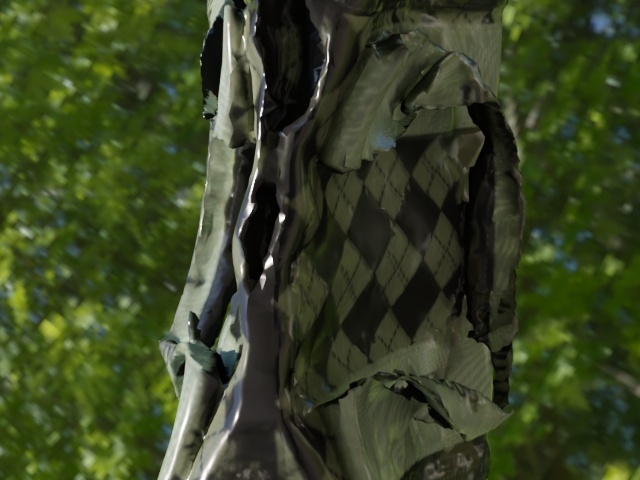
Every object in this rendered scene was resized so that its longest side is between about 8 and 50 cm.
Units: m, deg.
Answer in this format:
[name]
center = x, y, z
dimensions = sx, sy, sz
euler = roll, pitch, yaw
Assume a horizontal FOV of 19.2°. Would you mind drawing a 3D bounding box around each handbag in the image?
[handbag]
center = 0.000, 0.000, 0.869
dimensions = 0.180, 0.317, 0.416
euler = 4, -85, 9
